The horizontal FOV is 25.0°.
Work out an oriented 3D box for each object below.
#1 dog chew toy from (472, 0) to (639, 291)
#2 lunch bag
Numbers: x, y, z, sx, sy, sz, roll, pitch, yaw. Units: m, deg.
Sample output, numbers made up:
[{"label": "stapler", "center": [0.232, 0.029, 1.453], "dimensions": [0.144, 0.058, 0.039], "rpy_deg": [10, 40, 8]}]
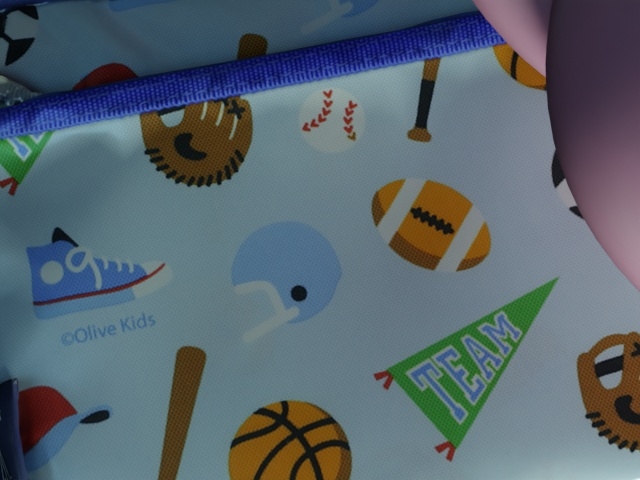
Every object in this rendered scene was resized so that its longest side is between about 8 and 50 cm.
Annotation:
[{"label": "dog chew toy", "center": [0.139, -0.061, 0.345], "dimensions": [0.207, 0.207, 0.331], "rpy_deg": [-32, 48, 25]}, {"label": "lunch bag", "center": [0.000, 0.000, 0.516], "dimensions": [0.303, 0.115, 0.243], "rpy_deg": [-11, 81, -6]}]
